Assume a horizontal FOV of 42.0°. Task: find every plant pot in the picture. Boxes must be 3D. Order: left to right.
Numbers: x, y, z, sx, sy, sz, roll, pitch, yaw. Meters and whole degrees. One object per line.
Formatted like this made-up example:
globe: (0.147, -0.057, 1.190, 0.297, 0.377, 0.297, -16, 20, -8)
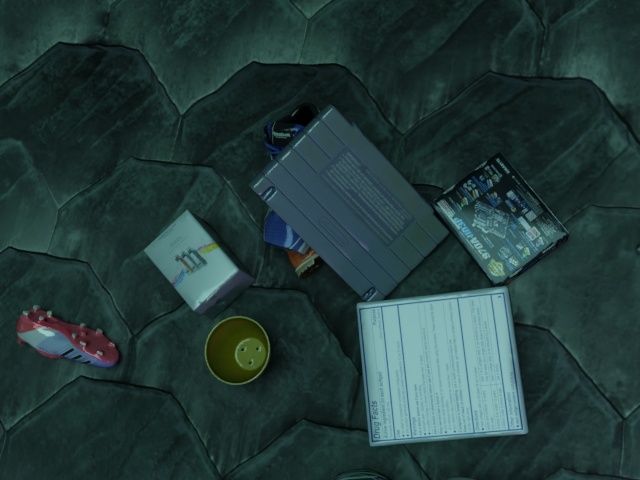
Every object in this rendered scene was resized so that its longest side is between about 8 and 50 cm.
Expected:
plant pot: (-0.153, 0.224, 1.675, 0.134, 0.095, 0.134, -3, 77, 13)

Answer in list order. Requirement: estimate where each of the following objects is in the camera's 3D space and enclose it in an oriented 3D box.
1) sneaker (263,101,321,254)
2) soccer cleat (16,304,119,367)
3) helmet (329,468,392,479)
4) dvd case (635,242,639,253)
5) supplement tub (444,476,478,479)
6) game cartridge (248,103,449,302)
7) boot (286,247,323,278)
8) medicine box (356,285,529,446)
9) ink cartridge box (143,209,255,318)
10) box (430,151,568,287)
sneaker: (-0.062, -0.146, 1.676, 0.127, 0.182, 0.316, 10, 74, 30)
soccer cleat: (-0.541, 0.223, 1.782, 0.248, 0.083, 0.095, 23, 113, 11)
helmet: (0.069, 0.501, 1.526, 0.169, 0.169, 0.162, 3, 100, 13)
dvd case: (0.732, -0.020, 1.571, 0.164, 0.018, 0.221, 39, 89, 19)
supplement tub: (0.221, 0.598, 1.406, 0.241, 0.241, 0.331, 34, 105, 17)
game cartridge: (0.062, -0.064, 1.618, 0.230, 0.068, 0.355, -46, 109, -4)
boot: (0.000, 0.000, 1.713, 0.158, 0.059, 0.085, -34, 68, 5)
medicine box: (0.226, 0.240, 1.559, 0.289, 0.149, 0.264, -8, 76, 11)
ink cartridge box: (-0.246, 0.052, 1.717, 0.127, 0.128, 0.176, -42, 74, 1)
box: (0.351, -0.039, 1.643, 0.175, 0.051, 0.220, -37, 73, 3)
